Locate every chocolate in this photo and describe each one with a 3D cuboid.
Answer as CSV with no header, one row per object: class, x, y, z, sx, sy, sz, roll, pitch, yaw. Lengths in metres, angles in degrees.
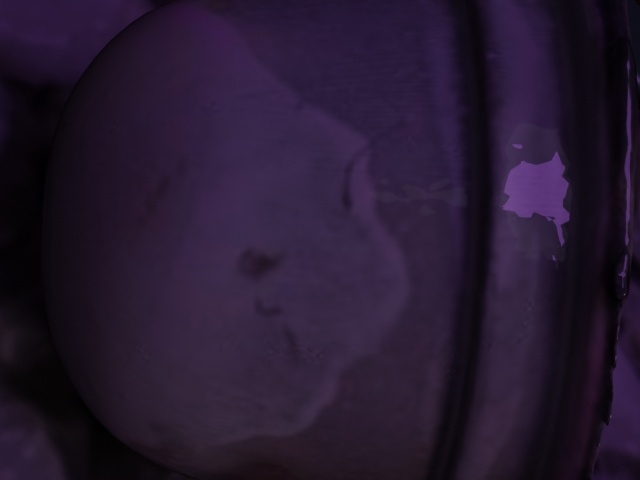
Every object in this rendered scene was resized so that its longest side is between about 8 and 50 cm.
chocolate,-0.003,-0.006,0.524,0.147,0.221,0.221,10,64,-3

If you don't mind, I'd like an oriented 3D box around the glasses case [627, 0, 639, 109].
glasses case,0.145,-0.113,0.728,0.184,0.039,0.077,-34,92,-37
